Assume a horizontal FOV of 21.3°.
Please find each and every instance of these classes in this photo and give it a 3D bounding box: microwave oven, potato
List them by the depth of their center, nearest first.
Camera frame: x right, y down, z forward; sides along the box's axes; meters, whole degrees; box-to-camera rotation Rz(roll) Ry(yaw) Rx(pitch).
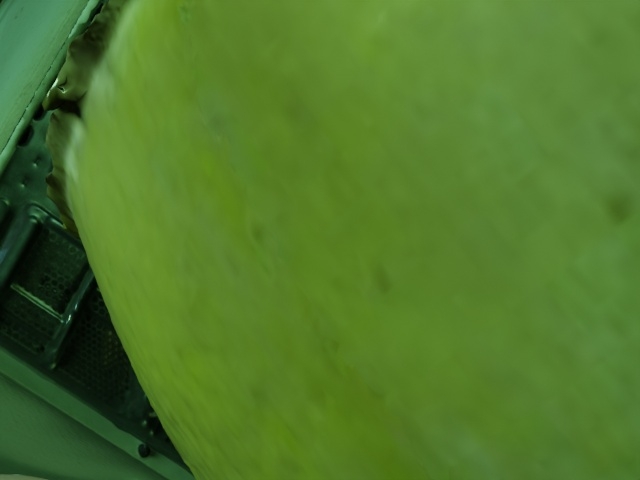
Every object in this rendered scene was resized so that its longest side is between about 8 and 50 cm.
[{"bbox_3d":[0.168,-0.010,0.468,0.385,0.319,0.442,-18,-20,-44],"label":"potato"},{"bbox_3d":[-0.137,-0.020,1.149,0.333,0.247,0.394,-19,39,53],"label":"microwave oven"}]

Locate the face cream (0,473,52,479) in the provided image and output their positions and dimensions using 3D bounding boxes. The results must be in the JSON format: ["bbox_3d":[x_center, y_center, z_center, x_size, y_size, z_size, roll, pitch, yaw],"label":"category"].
[{"bbox_3d":[-0.194,0.213,0.981,0.149,0.149,0.104,-122,31,-68],"label":"face cream"}]
